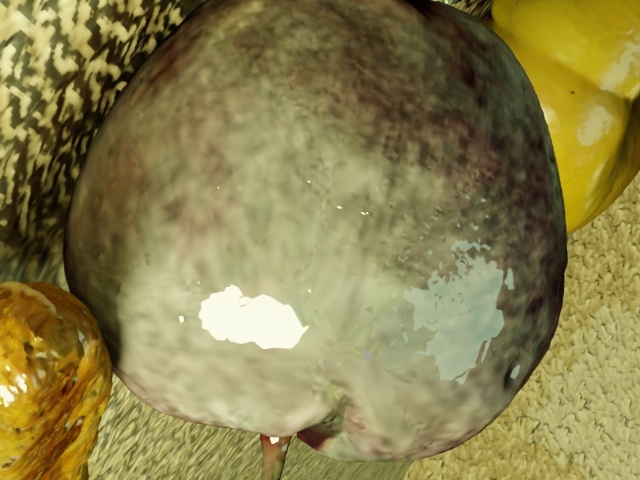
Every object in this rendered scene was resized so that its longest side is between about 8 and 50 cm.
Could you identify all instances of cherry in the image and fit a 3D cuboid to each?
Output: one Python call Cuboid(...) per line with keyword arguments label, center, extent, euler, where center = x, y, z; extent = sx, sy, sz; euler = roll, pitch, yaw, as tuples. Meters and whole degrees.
Cuboid(label="cherry", center=(0.003, -0.009, 0.606), extent=(0.195, 0.195, 0.195), euler=(-52, 167, -17))

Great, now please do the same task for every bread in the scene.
Cuboid(label="bread", center=(-0.130, 0.078, 0.579), extent=(0.105, 0.076, 0.233), euler=(-45, 165, -31))

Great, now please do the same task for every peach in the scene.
Cuboid(label="peach", center=(0.161, -0.113, 1.017), extent=(0.251, 0.153, 0.251), euler=(-61, 177, -5))

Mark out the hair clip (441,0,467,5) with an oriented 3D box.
Cuboid(label="hair clip", center=(0.133, -0.208, 0.895), extent=(0.195, 0.052, 0.124), euler=(-52, 163, 11))
